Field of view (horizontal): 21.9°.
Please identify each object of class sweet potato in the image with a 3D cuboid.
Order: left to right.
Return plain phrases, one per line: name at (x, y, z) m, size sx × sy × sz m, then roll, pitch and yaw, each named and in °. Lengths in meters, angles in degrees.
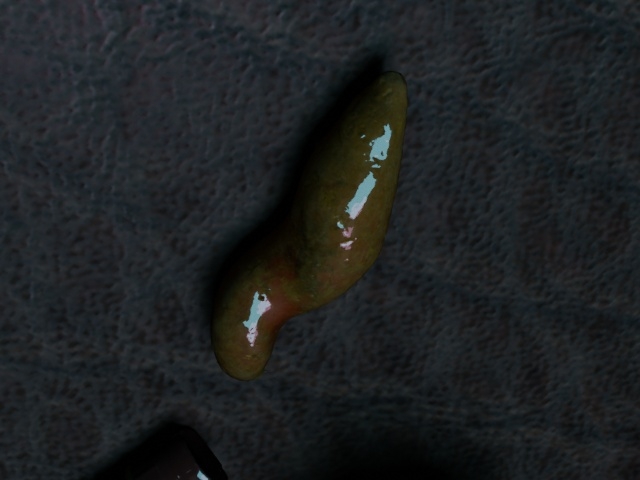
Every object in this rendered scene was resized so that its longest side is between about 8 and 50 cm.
sweet potato at (-0.001, 0.000, 0.855) m, size 0.055 × 0.058 × 0.202 m, roll 0°, pitch 130°, yaw -49°

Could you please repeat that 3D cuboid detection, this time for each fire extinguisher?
fire extinguisher at (-0.124, 0.171, 0.962) m, size 0.157 × 0.045 × 0.078 m, roll -37°, pitch 154°, yaw 9°
